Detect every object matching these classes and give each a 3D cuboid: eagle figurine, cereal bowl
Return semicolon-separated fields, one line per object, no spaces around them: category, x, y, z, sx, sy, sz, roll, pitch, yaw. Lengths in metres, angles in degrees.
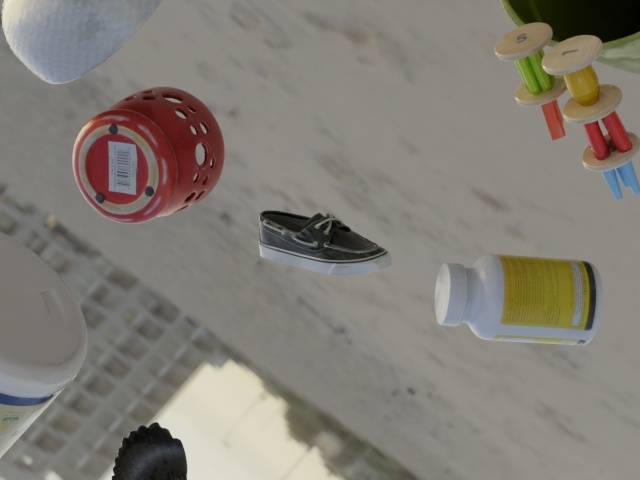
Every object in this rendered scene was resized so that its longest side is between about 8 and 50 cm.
eagle figurine;-0.176;0.422;1.969;0.225;0.226;0.298;6;-157;-41
cereal bowl;-0.345;-0.400;2.101;0.141;0.339;0.339;40;178;-31

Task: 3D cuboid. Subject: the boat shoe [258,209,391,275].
boat shoe;0.000;0.000;2.021;0.219;0.078;0.070;9;113;34

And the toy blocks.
toy blocks;0.219;-0.108;1.252;0.123;0.054;0.148;31;153;58

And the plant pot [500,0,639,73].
plant pot;0.492;-0.377;2.045;0.353;0.366;0.366;22;-168;-48

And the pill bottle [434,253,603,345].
pill bottle;0.234;0.069;1.722;0.184;0.103;0.103;4;-177;-9

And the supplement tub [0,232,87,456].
supplement tub;-0.434;0.159;1.625;0.228;0.316;0.228;33;-152;-20

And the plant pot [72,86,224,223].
plant pot;-0.262;-0.122;2.140;0.191;0.191;0.174;41;-154;9
